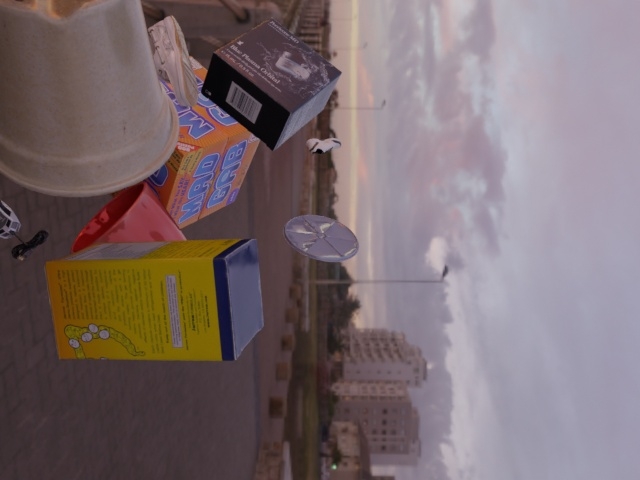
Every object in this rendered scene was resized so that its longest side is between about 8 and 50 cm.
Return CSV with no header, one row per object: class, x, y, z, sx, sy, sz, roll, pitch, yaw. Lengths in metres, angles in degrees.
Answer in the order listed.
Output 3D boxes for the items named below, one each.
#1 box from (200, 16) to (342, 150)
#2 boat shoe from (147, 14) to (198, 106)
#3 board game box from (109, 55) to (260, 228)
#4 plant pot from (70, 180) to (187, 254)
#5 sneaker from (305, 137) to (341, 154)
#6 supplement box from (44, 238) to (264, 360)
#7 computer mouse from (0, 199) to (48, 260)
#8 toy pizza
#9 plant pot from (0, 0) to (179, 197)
box,-0.078,-0.255,1.005,0.158,0.156,0.093,-48,175,-40
boat shoe,-0.375,-0.434,1.553,0.098,0.096,0.277,64,8,-62
board game box,-0.455,-0.294,1.936,0.356,0.356,0.356,-33,161,-46
plant pot,-0.501,0.015,1.723,0.243,0.275,0.275,49,23,-27
sneaker,0.011,-0.256,1.720,0.040,0.109,0.044,-55,-129,53
supplement box,-0.311,0.110,1.212,0.194,0.356,0.195,-45,133,-74
computer mouse,-0.753,-0.046,1.495,0.193,0.106,0.042,48,17,-9
toy pizza,0.000,0.000,1.597,0.201,0.201,0.032,-89,-169,-57
plant pot,-0.395,-0.293,0.988,0.305,0.334,0.334,105,-11,-51
